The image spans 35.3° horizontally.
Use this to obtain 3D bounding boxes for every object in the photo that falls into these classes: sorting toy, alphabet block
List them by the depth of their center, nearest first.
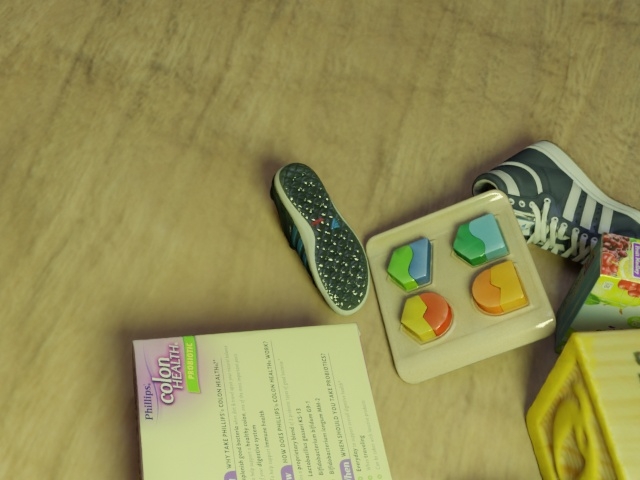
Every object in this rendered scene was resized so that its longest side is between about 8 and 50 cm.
[{"bbox_3d":[0.354,0.216,1.055,0.197,0.192,0.193,-3,50,-10],"label":"alphabet block"},{"bbox_3d":[0.160,0.049,1.205,0.193,0.038,0.208,-22,54,11],"label":"sorting toy"}]

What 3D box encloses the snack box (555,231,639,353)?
[{"bbox_3d":[0.401,0.085,1.177,0.207,0.174,0.070,14,54,1],"label":"snack box"}]

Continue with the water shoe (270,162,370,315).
[{"bbox_3d":[0.000,0.000,1.254,0.073,0.080,0.203,-20,82,-19],"label":"water shoe"}]

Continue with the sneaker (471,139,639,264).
[{"bbox_3d":[0.315,-0.009,1.289,0.153,0.099,0.282,-23,53,-27],"label":"sneaker"}]

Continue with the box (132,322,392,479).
[{"bbox_3d":[-0.066,0.212,1.039,0.243,0.117,0.213,-3,52,-13],"label":"box"}]
